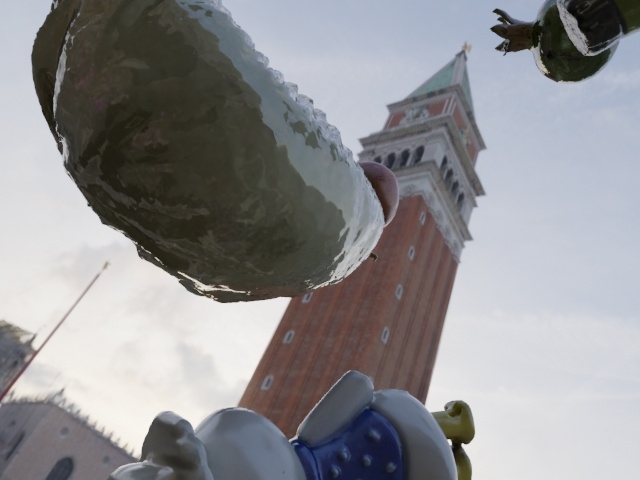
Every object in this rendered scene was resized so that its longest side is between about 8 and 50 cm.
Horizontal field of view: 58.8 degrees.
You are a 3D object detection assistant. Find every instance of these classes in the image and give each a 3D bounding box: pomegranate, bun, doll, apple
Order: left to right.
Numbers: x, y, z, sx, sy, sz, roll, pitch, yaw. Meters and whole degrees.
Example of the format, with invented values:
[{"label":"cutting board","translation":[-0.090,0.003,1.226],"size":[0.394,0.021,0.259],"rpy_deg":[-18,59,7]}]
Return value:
[{"label":"bun","translation":[-0.106,-0.086,0.548],"size":[0.219,0.365,0.365],"rpy_deg":[-37,-64,9]},{"label":"doll","translation":[-0.009,0.163,0.382],"size":[0.294,0.138,0.119],"rpy_deg":[0,-2,-34]},{"label":"apple","translation":[0.080,-0.084,1.093],"size":[0.147,0.146,0.146],"rpy_deg":[15,-40,13]},{"label":"pomegranate","translation":[0.403,-0.358,0.972],"size":[0.220,0.156,0.156],"rpy_deg":[31,-33,32]}]

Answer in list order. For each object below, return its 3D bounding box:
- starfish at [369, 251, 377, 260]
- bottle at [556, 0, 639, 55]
[{"label":"starfish","translation":[0.002,-0.005,1.194],"size":[0.231,0.047,0.295],"rpy_deg":[24,-18,-18]},{"label":"bottle","translation":[0.349,-0.271,0.516],"size":[0.260,0.112,0.112],"rpy_deg":[-32,-62,17]}]
